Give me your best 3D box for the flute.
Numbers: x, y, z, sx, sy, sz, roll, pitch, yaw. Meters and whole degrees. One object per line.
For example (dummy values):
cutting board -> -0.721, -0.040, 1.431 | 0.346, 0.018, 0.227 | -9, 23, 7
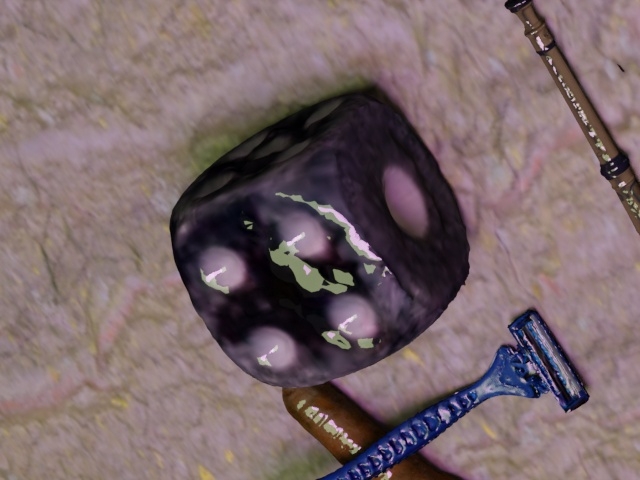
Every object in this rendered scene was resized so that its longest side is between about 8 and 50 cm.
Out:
flute -> 0.213, -0.094, 1.369 | 0.027, 0.027, 0.233 | -24, 107, 30

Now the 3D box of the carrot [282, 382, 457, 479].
carrot -> 0.090, 0.230, 1.575 | 0.342, 0.070, 0.070 | 43, 123, 1

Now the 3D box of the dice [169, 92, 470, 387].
dice -> 0.000, 0.000, 1.408 | 0.183, 0.181, 0.182 | -22, 106, 30

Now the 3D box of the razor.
razor -> 0.075, 0.180, 1.522 | 0.324, 0.056, 0.093 | -33, 94, 10
